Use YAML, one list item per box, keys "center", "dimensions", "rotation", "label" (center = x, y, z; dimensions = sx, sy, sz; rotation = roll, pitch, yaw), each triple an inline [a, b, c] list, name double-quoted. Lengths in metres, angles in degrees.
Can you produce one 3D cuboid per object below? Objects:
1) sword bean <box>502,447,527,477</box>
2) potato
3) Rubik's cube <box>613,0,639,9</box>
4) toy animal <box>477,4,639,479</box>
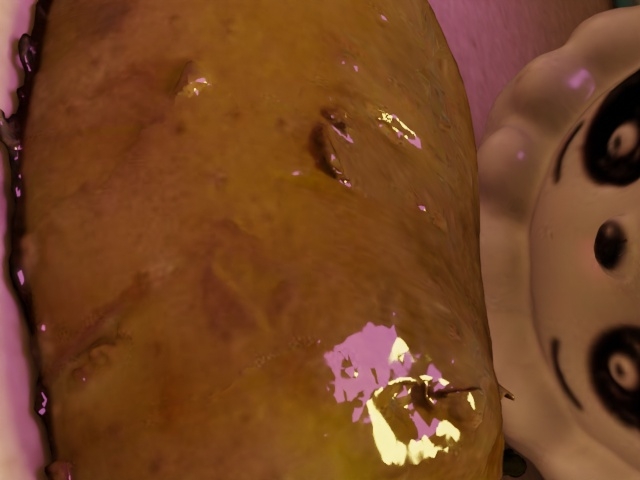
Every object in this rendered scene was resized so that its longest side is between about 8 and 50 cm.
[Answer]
- center: [0.046, 0.072, 0.518]
  dimensions: [0.083, 0.012, 0.012]
  rotation: [17, 61, -60]
  label: "sword bean"
- center: [0.000, 0.000, 0.396]
  dimensions: [0.164, 0.081, 0.200]
  rotation: [34, 45, -51]
  label: "potato"
- center: [0.376, -0.068, 0.725]
  dimensions: [0.347, 0.351, 0.352]
  rotation: [13, 56, -27]
  label: "Rubik's cube"
- center: [0.133, 0.008, 0.557]
  dimensions: [0.204, 0.156, 0.208]
  rotation: [7, 84, -60]
  label: "toy animal"
